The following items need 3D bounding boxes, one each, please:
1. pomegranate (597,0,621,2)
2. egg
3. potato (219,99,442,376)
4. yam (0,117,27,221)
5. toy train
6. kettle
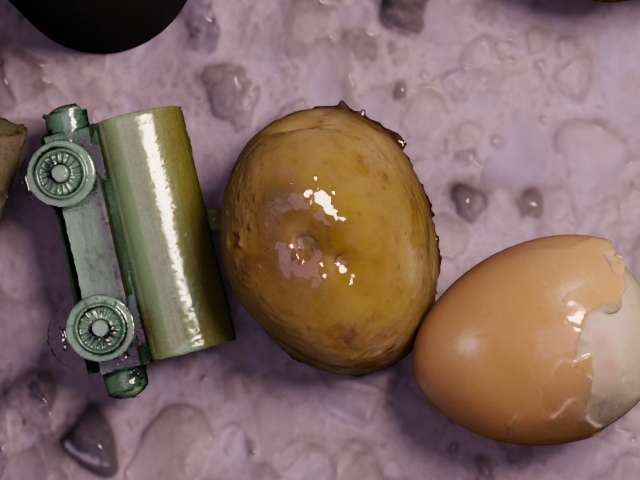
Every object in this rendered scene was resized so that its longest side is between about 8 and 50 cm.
[{"bbox_3d":[0.295,-0.352,1.352,0.264,0.264,0.264,0,89,4],"label":"pomegranate"},{"bbox_3d":[0.209,0.100,1.378,0.244,0.201,0.201,-14,88,12],"label":"egg"},{"bbox_3d":[0.000,0.000,1.390,0.243,0.242,0.285,2,92,4],"label":"potato"},{"bbox_3d":[-0.410,-0.012,1.447,0.161,0.161,0.268,18,92,4],"label":"yam"},{"bbox_3d":[-0.191,0.003,1.444,0.190,0.126,0.307,-13,88,4],"label":"toy train"},{"bbox_3d":[-0.262,-0.322,1.363,0.262,0.308,0.203,41,91,3],"label":"kettle"}]
